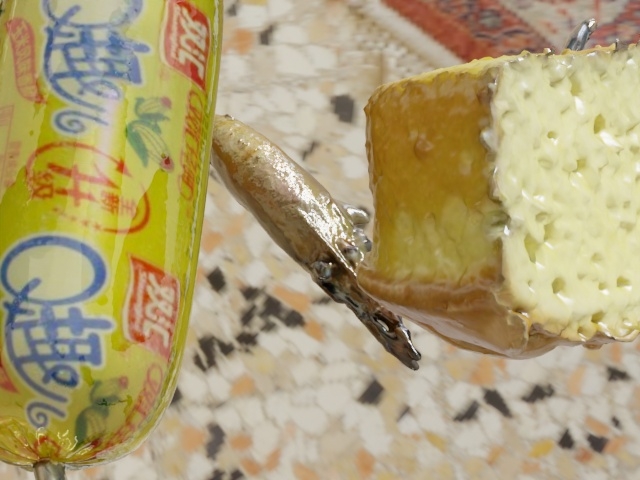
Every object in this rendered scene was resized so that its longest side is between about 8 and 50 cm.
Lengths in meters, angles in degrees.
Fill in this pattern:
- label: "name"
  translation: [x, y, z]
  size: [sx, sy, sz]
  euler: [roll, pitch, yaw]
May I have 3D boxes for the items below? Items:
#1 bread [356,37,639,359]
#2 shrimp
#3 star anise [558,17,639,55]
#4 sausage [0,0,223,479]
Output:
- label: "bread"
  translation: [0.101, -0.028, 0.803]
  size: [0.229, 0.139, 0.143]
  euler: [-10, 100, -47]
- label: "shrimp"
  translation: [0.004, -0.004, 1.294]
  size: [0.066, 0.117, 0.262]
  euler: [-42, 70, 2]
- label: "star anise"
  translation: [0.297, -0.109, 1.349]
  size: [0.237, 0.346, 0.148]
  euler: [25, 99, -41]
- label: "sausage"
  translation: [-0.119, -0.034, 0.898]
  size: [0.123, 0.123, 0.347]
  euler: [9, 70, -11]
